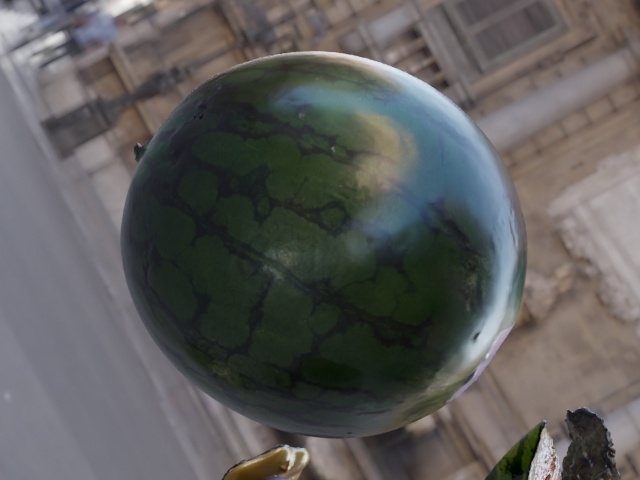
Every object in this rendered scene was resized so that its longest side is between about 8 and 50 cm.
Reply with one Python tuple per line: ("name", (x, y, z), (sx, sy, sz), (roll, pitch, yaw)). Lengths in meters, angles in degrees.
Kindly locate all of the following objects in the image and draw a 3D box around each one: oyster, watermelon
("oyster", (0.343, 0.300, 1.828), (0.105, 0.056, 0.177), (-26, -104, 65))
("watermelon", (0.205, 0.289, 1.446), (0.063, 0.119, 0.245), (22, -42, 41))
("watermelon", (0.000, 0.000, 1.256), (0.363, 0.363, 0.363), (62, -2, 5))

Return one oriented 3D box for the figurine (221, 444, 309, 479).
("figurine", (-0.030, 0.446, 2.075), (0.181, 0.208, 0.257), (3, 47, -44))
